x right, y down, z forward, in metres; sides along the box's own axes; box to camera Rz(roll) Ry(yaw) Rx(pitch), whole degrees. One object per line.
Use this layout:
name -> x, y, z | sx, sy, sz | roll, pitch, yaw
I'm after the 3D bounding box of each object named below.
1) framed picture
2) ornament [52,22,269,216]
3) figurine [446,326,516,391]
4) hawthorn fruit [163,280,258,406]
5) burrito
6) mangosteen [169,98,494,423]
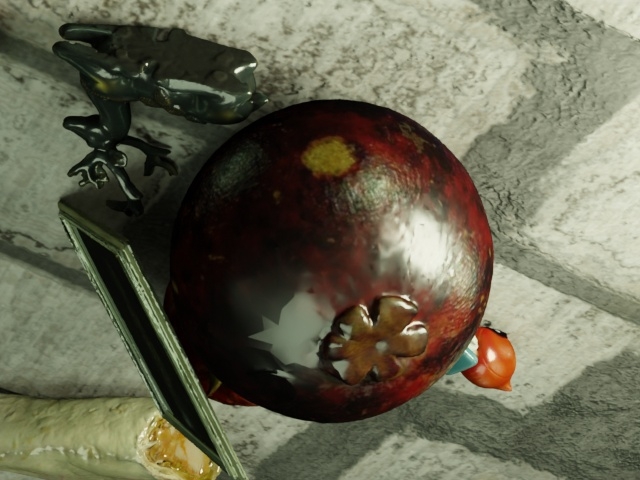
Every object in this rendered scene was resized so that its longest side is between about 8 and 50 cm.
framed picture -> -0.179, 0.103, 1.783 | 0.231, 0.018, 0.293 | 24, 143, 62
ornament -> -0.152, -0.104, 1.646 | 0.202, 0.080, 0.236 | 13, 143, 3
figurine -> 0.164, 0.117, 1.873 | 0.068, 0.075, 0.140 | -25, 130, 40
hawthorn fruit -> -0.085, 0.099, 1.805 | 0.179, 0.200, 0.179 | 8, 136, 8
burrito -> -0.282, 0.254, 2.168 | 0.299, 0.105, 0.143 | 2, 154, 11
mangosteen -> 0.000, 0.000, 1.617 | 0.306, 0.359, 0.306 | -10, 127, -13
